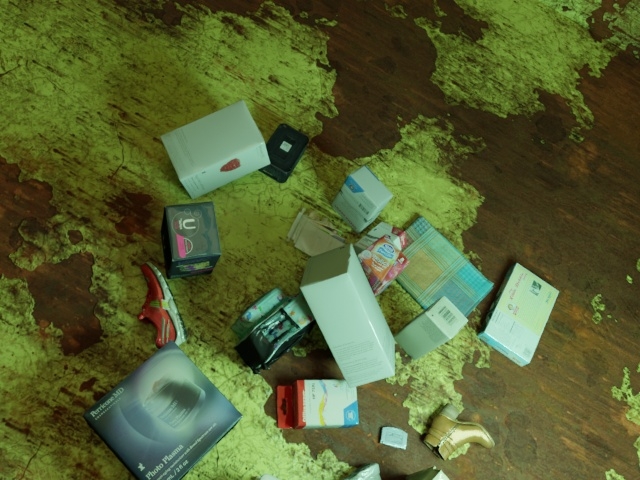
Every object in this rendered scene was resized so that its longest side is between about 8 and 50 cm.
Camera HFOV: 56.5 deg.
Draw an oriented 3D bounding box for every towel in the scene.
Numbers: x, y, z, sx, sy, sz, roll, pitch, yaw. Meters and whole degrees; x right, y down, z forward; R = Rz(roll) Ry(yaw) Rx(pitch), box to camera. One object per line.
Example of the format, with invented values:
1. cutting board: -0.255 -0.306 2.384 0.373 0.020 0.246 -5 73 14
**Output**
1. towel: 0.405 0.113 2.091 0.370 0.040 0.271 46 62 7

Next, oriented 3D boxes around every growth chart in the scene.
1. growth chart: 0.000 0.000 2.037 0.237 0.021 0.172 35 61 1

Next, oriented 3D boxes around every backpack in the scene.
1. backpack: -0.130 0.250 1.774 0.253 0.225 0.191 -31 82 -30

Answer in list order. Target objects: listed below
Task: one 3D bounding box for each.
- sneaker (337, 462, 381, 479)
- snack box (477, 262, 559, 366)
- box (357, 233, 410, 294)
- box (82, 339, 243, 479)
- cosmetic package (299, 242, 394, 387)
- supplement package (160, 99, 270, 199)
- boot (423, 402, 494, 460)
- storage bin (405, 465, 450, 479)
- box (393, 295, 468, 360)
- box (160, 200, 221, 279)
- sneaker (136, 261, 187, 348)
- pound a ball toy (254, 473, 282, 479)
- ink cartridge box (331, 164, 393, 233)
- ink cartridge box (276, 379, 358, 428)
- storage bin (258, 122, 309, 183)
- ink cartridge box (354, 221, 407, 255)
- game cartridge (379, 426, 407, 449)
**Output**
1. sneaker: 0.086 0.730 1.693 0.232 0.090 0.115 -19 76 -22
2. snack box: 0.699 0.255 2.097 0.187 0.060 0.322 35 62 1
3. box: 0.164 0.107 1.901 0.128 0.257 0.123 -35 78 -27
4. box: -0.423 0.485 1.608 0.294 0.183 0.296 44 62 8
5. cosmetic package: 0.089 0.220 1.754 0.155 0.197 0.366 -20 109 16
6. supplement package: -0.337 -0.293 1.943 0.293 0.177 0.175 -26 74 -5
7. boot: 0.427 0.623 1.849 0.197 0.073 0.152 35 60 15
8. storage bin: 0.239 0.764 1.625 0.262 0.260 0.123 -36 76 -26
9. box: 0.338 0.279 1.861 0.094 0.275 0.113 -39 82 -27
10. box: -0.391 0.006 1.772 0.143 0.270 0.165 -7 77 -19
11. sneaker: -0.493 0.191 1.767 0.118 0.107 0.279 -22 71 -14
12. pound a ball toy: -0.157 0.780 1.532 0.135 0.208 0.319 26 61 -3
13. ink cartridge box: 0.138 -0.137 2.036 0.086 0.203 0.148 -38 81 -29
14. ink cartridge box: -0.010 0.489 1.779 0.231 0.078 0.134 2 66 -14
15. storage bin: -0.133 -0.309 2.104 0.122 0.084 0.180 30 63 -1
16. ink cartridge box: 0.205 0.015 2.038 0.150 0.063 0.109 -39 45 -27
17. game cartridge: 0.225 0.604 1.829 0.083 0.017 0.056 17 66 -8
